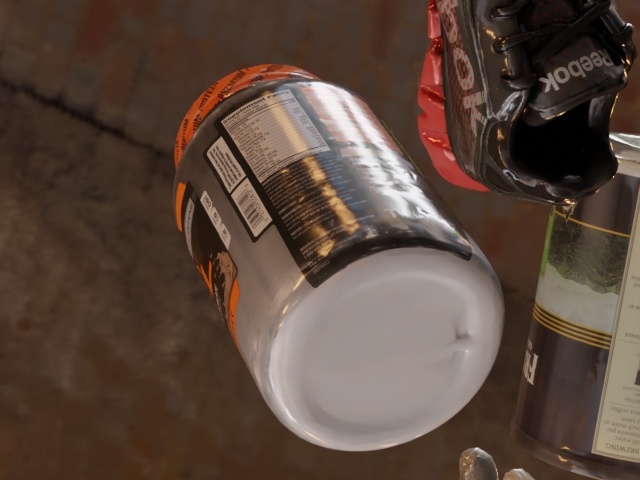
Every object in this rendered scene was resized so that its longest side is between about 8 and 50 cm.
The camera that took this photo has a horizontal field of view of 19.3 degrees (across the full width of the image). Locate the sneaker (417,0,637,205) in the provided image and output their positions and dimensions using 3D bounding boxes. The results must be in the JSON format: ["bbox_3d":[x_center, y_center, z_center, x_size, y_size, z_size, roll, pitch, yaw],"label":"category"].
[{"bbox_3d":[0.101,-0.133,0.972,0.097,0.135,0.276,-25,-57,-20],"label":"sneaker"}]

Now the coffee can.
[{"bbox_3d":[0.288,0.057,1.659,0.201,0.201,0.275,-2,-75,-43],"label":"coffee can"}]

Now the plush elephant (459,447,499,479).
[{"bbox_3d":[0.156,0.328,1.814,0.255,0.272,0.330,48,-119,-32],"label":"plush elephant"}]

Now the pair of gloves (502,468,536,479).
[{"bbox_3d":[0.214,0.265,1.222,0.240,0.042,0.204,42,-161,-33],"label":"pair of gloves"}]

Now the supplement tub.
[{"bbox_3d":[0.000,0.000,1.563,0.207,0.338,0.207,-10,-55,-15],"label":"supplement tub"}]
